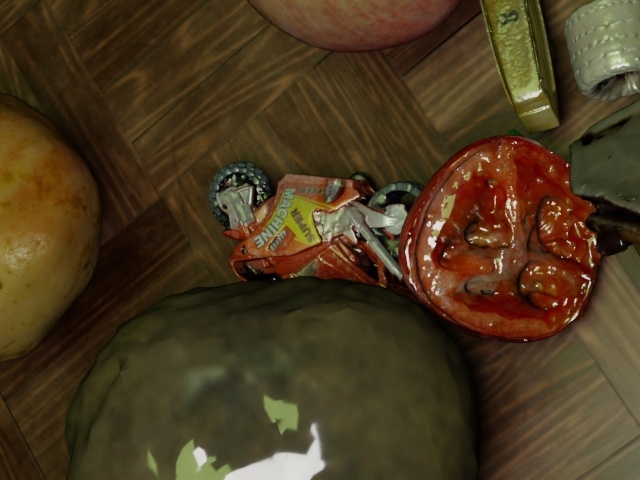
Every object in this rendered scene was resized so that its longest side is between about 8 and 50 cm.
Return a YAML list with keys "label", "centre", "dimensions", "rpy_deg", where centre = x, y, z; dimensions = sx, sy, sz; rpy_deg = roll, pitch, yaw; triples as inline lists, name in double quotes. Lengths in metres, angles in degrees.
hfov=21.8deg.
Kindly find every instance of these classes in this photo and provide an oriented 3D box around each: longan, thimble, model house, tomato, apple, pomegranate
- label: "longan"
  centre: [-0.047, 0.240, 1.761]
  dimensions: [0.435, 0.404, 0.404]
  rpy_deg: [-6, 79, -2]
- label: "thimble"
  centre: [0.316, -0.203, 1.774]
  dimensions: [0.102, 0.115, 0.090]
  rpy_deg: [-17, 75, 26]
- label: "model house"
  centre: [0.418, 0.005, 1.615]
  dimensions: [0.317, 0.297, 0.282]
  rpy_deg: [-28, 113, 40]
- label: "tomato"
  centre: [0.190, 0.005, 1.799]
  dimensions: [0.227, 0.101, 0.228]
  rpy_deg: [0, 91, -10]
- label: "apple"
  centre: [0.019, -0.380, 1.834]
  dimensions: [0.344, 0.269, 0.345]
  rpy_deg: [-18, 65, 44]
- label: "pomegranate"
  centre: [-0.426, -0.020, 2.018]
  dimensions: [0.342, 0.342, 0.343]
  rpy_deg: [-4, 81, 26]

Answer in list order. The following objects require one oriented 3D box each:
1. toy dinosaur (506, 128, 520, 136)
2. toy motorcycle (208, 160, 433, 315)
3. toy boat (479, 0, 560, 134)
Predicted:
- label: "toy dinosaur"
  centre: [0.214, -0.064, 1.857]
  dimensions: [0.060, 0.029, 0.120]
  rpy_deg: [-22, 76, 11]
- label: "toy motorcycle"
  centre: [0.000, -0.002, 1.916]
  dimensions: [0.298, 0.089, 0.171]
  rpy_deg: [8, 88, 26]
- label: "toy boat"
  centre: [0.222, -0.228, 1.839]
  dimensions: [0.068, 0.088, 0.226]
  rpy_deg: [-16, 77, 18]
